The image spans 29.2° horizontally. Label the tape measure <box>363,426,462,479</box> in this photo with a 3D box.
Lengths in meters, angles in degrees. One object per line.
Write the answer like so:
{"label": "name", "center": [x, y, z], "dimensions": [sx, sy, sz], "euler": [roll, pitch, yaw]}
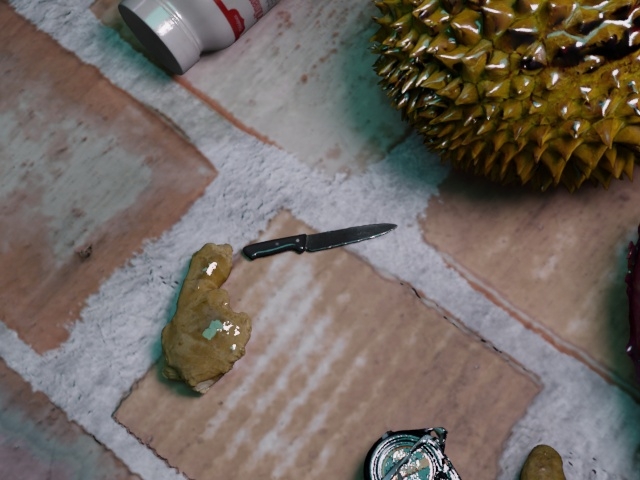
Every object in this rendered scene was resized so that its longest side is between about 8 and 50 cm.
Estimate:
{"label": "tape measure", "center": [0.089, 0.227, 1.208], "dimensions": [0.094, 0.054, 0.091], "euler": [-15, 66, -6]}

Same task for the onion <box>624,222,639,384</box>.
{"label": "onion", "center": [0.446, 0.046, 1.078], "dimensions": [0.345, 0.358, 0.358], "euler": [-21, 68, -7]}

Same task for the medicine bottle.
{"label": "medicine bottle", "center": [-0.102, -0.309, 1.396], "dimensions": [0.131, 0.131, 0.250], "euler": [41, 79, 19]}

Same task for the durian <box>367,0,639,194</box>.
{"label": "durian", "center": [0.247, -0.221, 1.234], "dimensions": [0.384, 0.347, 0.347], "euler": [-45, 67, 23]}

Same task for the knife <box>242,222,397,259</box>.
{"label": "knife", "center": [0.000, 0.000, 1.330], "dimensions": [0.170, 0.010, 0.023], "euler": [-11, 68, 1]}

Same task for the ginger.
{"label": "ginger", "center": [-0.111, 0.076, 1.283], "dimensions": [0.096, 0.067, 0.165], "euler": [0, 68, 29]}

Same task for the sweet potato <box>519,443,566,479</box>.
{"label": "sweet potato", "center": [0.235, 0.322, 1.149], "dimensions": [0.075, 0.075, 0.273], "euler": [-18, 64, 0]}
